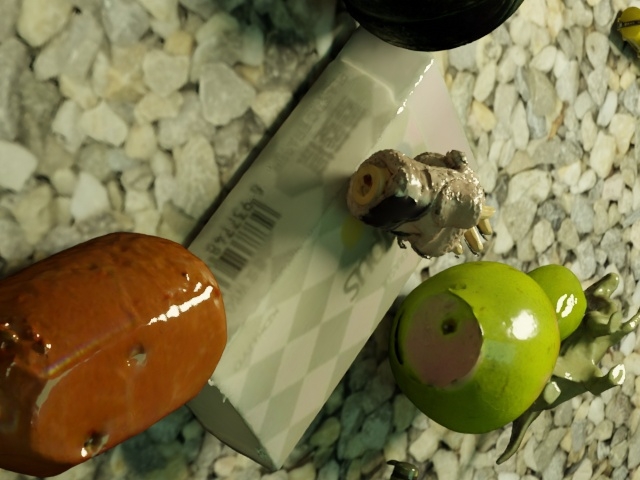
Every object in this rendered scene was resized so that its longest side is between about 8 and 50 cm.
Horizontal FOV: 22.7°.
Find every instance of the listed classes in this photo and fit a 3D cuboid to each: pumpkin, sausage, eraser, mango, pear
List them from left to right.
[{"bbox_3d":[-0.185,0.084,1.258,0.268,0.141,0.153,-28,126,-45],"label":"sausage"},{"bbox_3d":[-0.001,0.000,1.516,0.396,0.082,0.213,-55,141,-23],"label":"eraser"},{"bbox_3d":[0.120,-0.290,1.452,0.250,0.216,0.249,12,90,-71],"label":"pumpkin"},{"bbox_3d":[0.173,0.113,1.715,0.220,0.187,0.187,10,96,-56],"label":"pear"},{"bbox_3d":[0.255,0.089,1.888,0.165,0.091,0.074,-44,147,-36],"label":"mango"}]

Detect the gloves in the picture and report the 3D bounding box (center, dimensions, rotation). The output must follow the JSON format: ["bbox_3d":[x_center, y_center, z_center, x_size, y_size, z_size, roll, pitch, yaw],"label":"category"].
[{"bbox_3d":[0.093,-0.040,1.474,0.144,0.110,0.094,36,33,-52],"label":"gloves"}]

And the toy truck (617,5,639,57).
[{"bbox_3d":[0.417,-0.251,1.986,0.123,0.063,0.052,31,58,-55],"label":"toy truck"}]

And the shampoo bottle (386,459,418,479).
[{"bbox_3d":[0.074,0.323,1.754,0.079,0.079,0.162,14,93,-54],"label":"shampoo bottle"}]

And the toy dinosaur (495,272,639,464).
[{"bbox_3d":[0.308,0.146,1.936,0.294,0.162,0.077,-42,96,-28],"label":"toy dinosaur"}]
